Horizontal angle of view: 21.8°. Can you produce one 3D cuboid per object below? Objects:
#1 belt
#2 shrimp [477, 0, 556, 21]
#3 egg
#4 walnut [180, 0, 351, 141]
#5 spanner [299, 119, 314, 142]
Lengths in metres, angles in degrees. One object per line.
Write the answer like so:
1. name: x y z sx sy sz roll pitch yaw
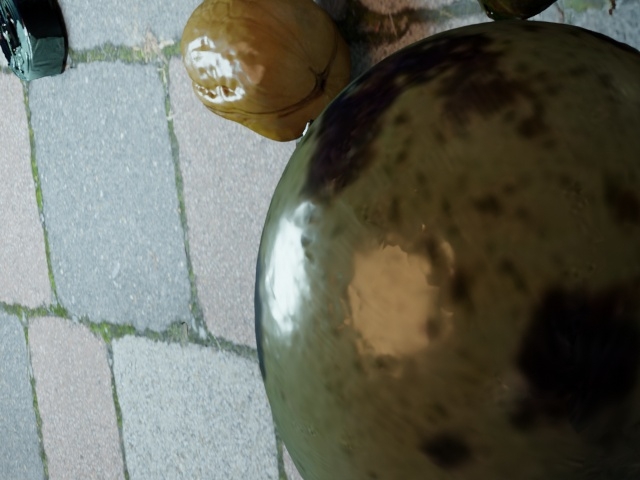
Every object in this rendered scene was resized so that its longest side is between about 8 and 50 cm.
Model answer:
1. belt: -0.369 -0.264 2.082 0.140 0.058 0.105 63 148 22
2. shrimp: 0.195 -0.322 1.123 0.137 0.172 0.372 -113 39 -61
3. egg: 0.125 0.058 1.143 0.345 0.345 0.428 41 136 44
4. walnut: -0.053 -0.170 1.537 0.180 0.144 0.144 24 120 56
5. spanner: 0.000 0.000 1.571 0.024 0.087 0.316 48 141 38
